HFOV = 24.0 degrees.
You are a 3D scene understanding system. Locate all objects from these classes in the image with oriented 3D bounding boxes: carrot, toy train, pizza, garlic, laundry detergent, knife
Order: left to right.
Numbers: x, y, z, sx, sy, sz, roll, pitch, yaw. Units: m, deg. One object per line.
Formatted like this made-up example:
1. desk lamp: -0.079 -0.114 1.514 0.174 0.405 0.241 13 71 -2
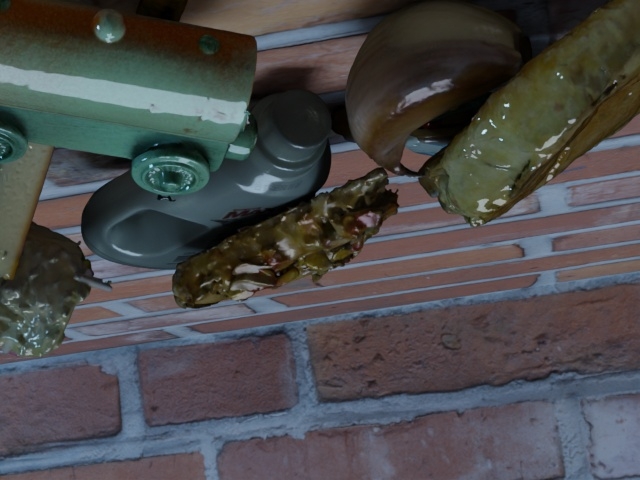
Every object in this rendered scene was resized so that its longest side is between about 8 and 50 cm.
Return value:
1. toy train: -0.182 -0.129 1.217 0.285 0.116 0.177 10 149 -13
2. carrot: -0.130 -0.187 1.237 0.042 0.042 0.171 -4 168 -18
3. laundry detergent: -0.104 -0.069 1.653 0.264 0.124 0.398 -7 169 -23
4. pizza: 0.000 0.000 1.689 0.288 0.074 0.251 -24 174 25
5. garlic: 0.078 -0.146 1.352 0.128 0.115 0.207 -8 158 -38
6. knife: 0.179 -0.114 1.859 0.064 0.031 0.222 -20 164 38

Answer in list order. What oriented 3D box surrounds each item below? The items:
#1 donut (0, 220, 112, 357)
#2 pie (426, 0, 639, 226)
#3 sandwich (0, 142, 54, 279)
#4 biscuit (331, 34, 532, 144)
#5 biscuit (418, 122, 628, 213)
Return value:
1. donut: -0.452 0.027 1.635 0.371 0.150 0.307 8 -168 -41
2. pie: 0.237 -0.131 1.343 0.339 0.083 0.339 -35 171 -6
3. sandwich: -0.328 -0.056 1.409 0.220 0.186 0.108 -16 169 37
4. biscuit: 0.126 -0.152 1.585 0.197 0.049 0.301 -6 169 -21
5. biscuit: 0.225 -0.106 1.627 0.259 0.079 0.259 -29 177 -2
